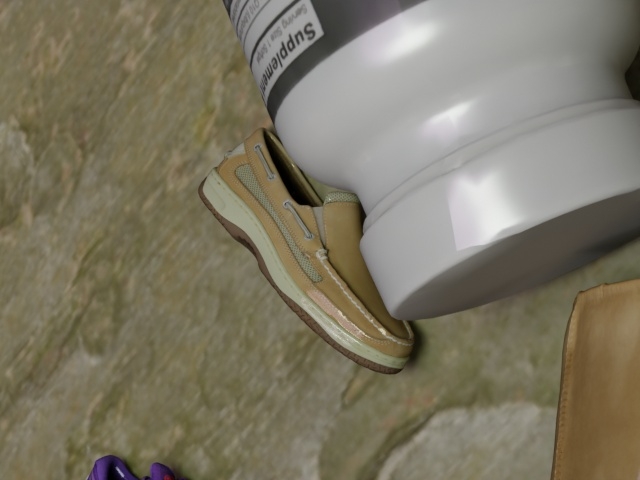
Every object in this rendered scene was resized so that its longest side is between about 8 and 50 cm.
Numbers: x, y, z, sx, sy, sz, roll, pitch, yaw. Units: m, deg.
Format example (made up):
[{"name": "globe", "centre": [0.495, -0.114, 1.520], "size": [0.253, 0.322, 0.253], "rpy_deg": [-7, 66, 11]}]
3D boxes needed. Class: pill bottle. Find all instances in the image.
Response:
[{"name": "pill bottle", "centre": [0.049, -0.154, 0.966], "size": [0.210, 0.210, 0.363], "rpy_deg": [-32, 74, 32]}]

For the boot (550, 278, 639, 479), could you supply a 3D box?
[{"name": "boot", "centre": [0.143, 0.168, 0.977], "size": [0.236, 0.089, 0.269], "rpy_deg": [161, 118, -65]}]

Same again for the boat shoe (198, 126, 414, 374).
[{"name": "boat shoe", "centre": [0.000, 0.000, 1.099], "size": [0.190, 0.068, 0.072], "rpy_deg": [46, 104, 26]}]

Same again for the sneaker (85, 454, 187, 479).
[{"name": "sneaker", "centre": [-0.100, 0.188, 1.174], "size": [0.170, 0.068, 0.071], "rpy_deg": [19, 96, 35]}]
